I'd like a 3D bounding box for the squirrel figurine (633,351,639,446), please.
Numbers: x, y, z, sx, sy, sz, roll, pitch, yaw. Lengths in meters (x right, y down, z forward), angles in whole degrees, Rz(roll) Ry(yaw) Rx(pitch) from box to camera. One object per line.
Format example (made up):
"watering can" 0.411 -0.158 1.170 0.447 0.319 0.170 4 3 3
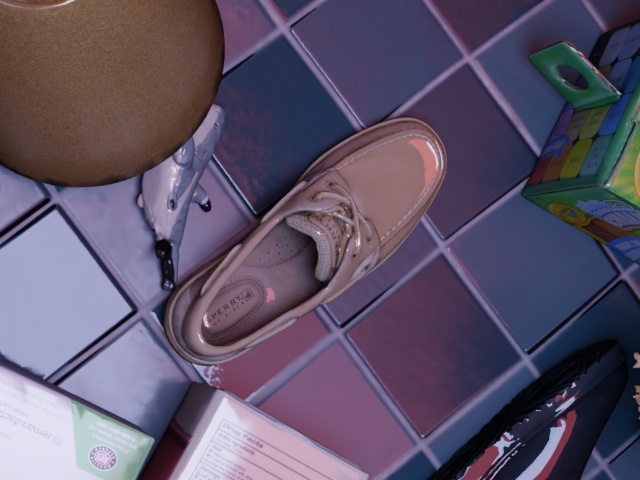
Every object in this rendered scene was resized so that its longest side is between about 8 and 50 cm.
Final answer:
"squirrel figurine" 0.427 0.169 1.341 0.281 0.370 0.397 -40 124 -2

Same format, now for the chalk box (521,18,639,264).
"chalk box" 0.309 -0.081 1.435 0.289 0.180 0.179 28 82 -11

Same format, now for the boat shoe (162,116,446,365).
"boat shoe" 0.000 0.000 1.389 0.302 0.098 0.109 -38 98 -16

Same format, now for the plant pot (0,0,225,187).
"plant pot" -0.197 -0.187 1.234 0.237 0.254 0.237 0 77 0

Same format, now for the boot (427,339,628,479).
"boot" 0.228 0.237 1.448 0.246 0.094 0.207 -41 95 -5

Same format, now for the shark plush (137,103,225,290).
"shark plush" -0.114 -0.038 1.388 0.067 0.073 0.161 4 82 -45

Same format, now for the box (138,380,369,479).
"box" -0.090 0.253 1.349 0.148 0.127 0.232 31 81 -12

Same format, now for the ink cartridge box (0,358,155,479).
"ink cartridge box" -0.253 0.221 1.325 0.154 0.093 0.212 28 84 -13
